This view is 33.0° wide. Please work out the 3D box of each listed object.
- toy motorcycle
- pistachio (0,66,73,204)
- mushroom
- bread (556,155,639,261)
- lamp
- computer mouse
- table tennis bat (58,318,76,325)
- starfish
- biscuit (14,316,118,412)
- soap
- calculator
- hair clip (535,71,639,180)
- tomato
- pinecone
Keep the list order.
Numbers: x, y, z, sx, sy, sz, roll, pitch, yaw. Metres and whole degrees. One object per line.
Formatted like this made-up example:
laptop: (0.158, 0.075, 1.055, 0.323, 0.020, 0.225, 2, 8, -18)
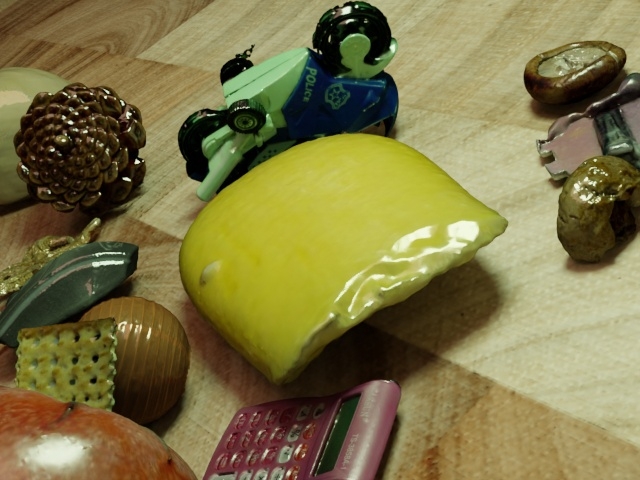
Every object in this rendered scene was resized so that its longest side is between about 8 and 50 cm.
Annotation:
toy motorcycle: (-0.028, -0.165, 1.395, 0.331, 0.196, 0.125, -34, 43, 17)
pistachio: (-0.500, -0.172, 1.772, 0.331, 0.208, 0.226, -8, 77, 6)
mushroom: (0.304, -0.200, 1.288, 0.123, 0.052, 0.123, -15, 29, 9)
bread: (0.272, -0.036, 1.038, 0.060, 0.082, 0.113, 15, 54, 47)
lamp: (-0.201, 0.125, 1.123, 0.136, 0.136, 0.136, -21, 31, 13)
computer mouse: (-0.330, 0.061, 1.353, 0.231, 0.071, 0.126, -30, 8, 1)
table tennis bat: (-0.303, 0.148, 1.246, 0.131, 0.022, 0.234, -52, 17, 13)
starfish: (-0.394, 0.030, 1.510, 0.209, 0.053, 0.150, -36, 35, -16)
biscuit: (-0.251, 0.195, 1.047, 0.139, 0.016, 0.231, -9, 73, 30)
soap: (0.002, 0.003, 1.166, 0.306, 0.115, 0.427, -36, 30, -5)
calculator: (-0.019, 0.189, 0.981, 0.190, 0.034, 0.127, -15, 33, 32)
hair clip: (0.308, -0.109, 1.157, 0.146, 0.056, 0.187, -23, 22, 11)
tomato: (-0.219, 0.246, 0.830, 0.264, 0.265, 0.265, -21, 31, 13)
pinecone: (-0.343, -0.135, 1.599, 0.207, 0.208, 0.208, -21, 31, 13)
